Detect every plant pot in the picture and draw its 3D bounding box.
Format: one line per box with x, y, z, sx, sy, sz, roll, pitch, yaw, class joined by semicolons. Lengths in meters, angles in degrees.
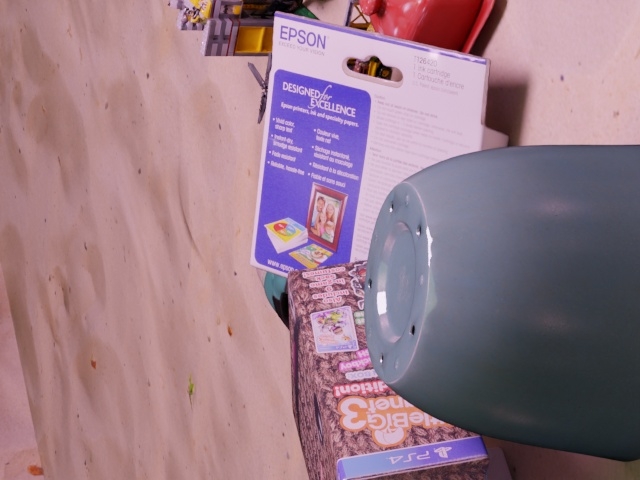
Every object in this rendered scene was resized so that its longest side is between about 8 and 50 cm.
0.175;0.048;1.470;0.293;0.235;0.293;-175;90;-74;plant pot

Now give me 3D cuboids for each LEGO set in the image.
-0.061;-0.305;2.004;0.331;0.192;0.255;57;141;43;LEGO set

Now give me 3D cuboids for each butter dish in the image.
0.098;-0.263;1.782;0.160;0.118;0.160;-63;39;43;butter dish

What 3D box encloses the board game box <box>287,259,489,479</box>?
0.063;0.199;1.667;0.291;0.141;0.232;-106;11;-47;board game box

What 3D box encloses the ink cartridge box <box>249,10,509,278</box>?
0.064;-0.080;1.813;0.303;0.072;0.307;19;108;37;ink cartridge box

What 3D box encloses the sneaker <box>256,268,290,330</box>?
0.000;0.000;2.023;0.302;0.108;0.121;108;146;-49;sneaker

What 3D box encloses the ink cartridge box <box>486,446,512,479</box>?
0.151;0.312;1.800;0.180;0.060;0.104;-54;46;51;ink cartridge box
